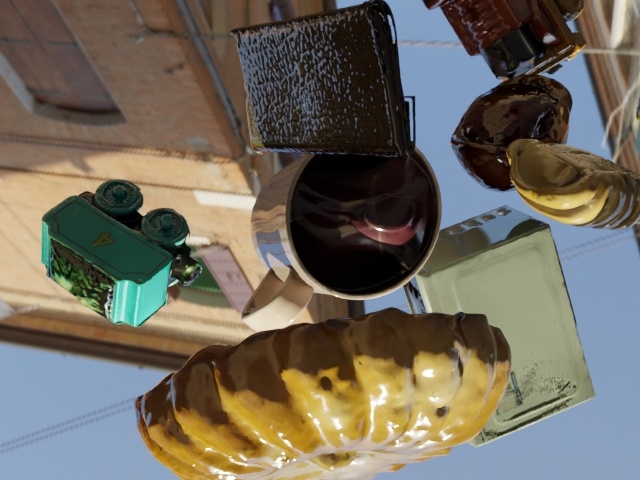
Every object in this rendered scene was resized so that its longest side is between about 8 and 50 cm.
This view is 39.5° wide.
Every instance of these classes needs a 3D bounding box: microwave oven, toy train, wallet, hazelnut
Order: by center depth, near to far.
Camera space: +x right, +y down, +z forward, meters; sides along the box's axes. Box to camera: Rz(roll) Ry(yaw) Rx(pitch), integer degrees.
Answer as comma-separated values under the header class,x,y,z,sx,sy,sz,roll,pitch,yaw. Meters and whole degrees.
class,x,y,z,sx,sy,sz,roll,pitch,yaw
wallet,-0.004,-0.144,0.824,0.039,0.132,0.243,-19,-165,-30
toy train,-0.255,0.013,1.127,0.198,0.107,0.154,32,-134,14
hazelnut,0.290,-0.170,1.358,0.170,0.160,0.201,9,-115,15
microwave oven,0.262,0.125,1.382,0.238,0.295,0.181,-22,-164,-7
toy train,0.274,-0.423,1.471,0.232,0.163,0.369,-34,-86,-42

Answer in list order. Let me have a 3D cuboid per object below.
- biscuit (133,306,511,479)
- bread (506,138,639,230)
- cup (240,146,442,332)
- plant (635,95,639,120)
class,x,y,z,sx,sy,sz,roll,pitch,yaw
biscuit,0.008,0.150,0.769,0.326,0.326,0.107,-15,-111,4
bread,0.314,-0.062,1.073,0.134,0.225,0.081,40,-64,41
cup,0.018,0.003,1.247,0.208,0.273,0.288,11,-96,-16
plant,0.660,-0.351,1.687,0.180,0.251,0.333,-17,-108,18
